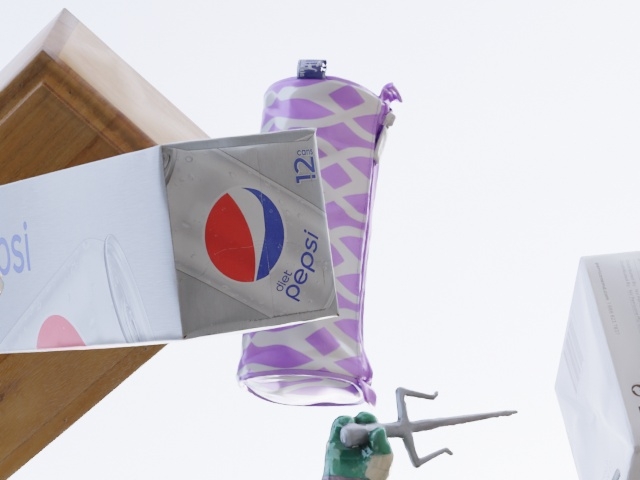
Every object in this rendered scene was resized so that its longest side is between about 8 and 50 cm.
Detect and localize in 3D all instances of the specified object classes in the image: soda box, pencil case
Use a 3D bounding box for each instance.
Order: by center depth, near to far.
[{"bbox_3d":[-0.104,0.007,1.051,0.091,0.286,0.098,-7,-90,-31],"label":"soda box"},{"bbox_3d":[0.000,0.000,1.192,0.088,0.086,0.206,2,-105,12],"label":"pencil case"}]

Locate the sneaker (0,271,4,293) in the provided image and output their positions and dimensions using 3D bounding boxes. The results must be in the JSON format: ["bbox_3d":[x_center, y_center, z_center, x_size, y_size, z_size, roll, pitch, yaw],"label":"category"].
[{"bbox_3d":[-0.215,0.007,0.819,0.084,0.215,0.083,25,-86,-40],"label":"sneaker"}]

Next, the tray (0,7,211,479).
[{"bbox_3d":[-0.238,0.048,1.365,0.203,0.076,0.411,42,-63,-16],"label":"tray"}]

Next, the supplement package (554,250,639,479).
[{"bbox_3d":[0.341,0.115,1.455,0.293,0.175,0.177,-5,-39,-6],"label":"supplement package"}]

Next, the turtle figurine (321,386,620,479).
[{"bbox_3d":[0.043,0.160,0.831,0.234,0.175,0.118,-24,-58,-36],"label":"turtle figurine"}]
